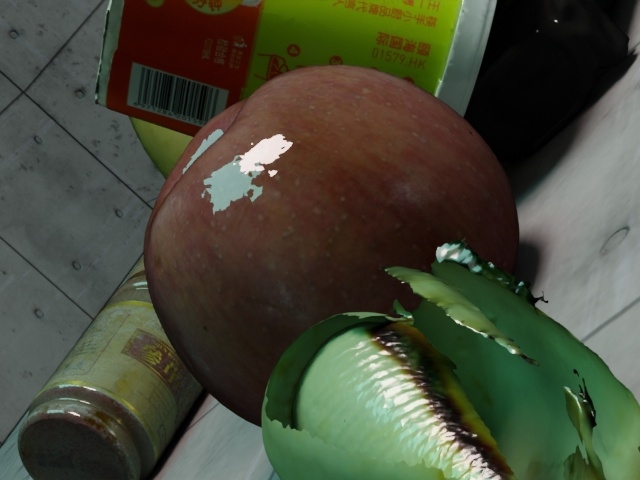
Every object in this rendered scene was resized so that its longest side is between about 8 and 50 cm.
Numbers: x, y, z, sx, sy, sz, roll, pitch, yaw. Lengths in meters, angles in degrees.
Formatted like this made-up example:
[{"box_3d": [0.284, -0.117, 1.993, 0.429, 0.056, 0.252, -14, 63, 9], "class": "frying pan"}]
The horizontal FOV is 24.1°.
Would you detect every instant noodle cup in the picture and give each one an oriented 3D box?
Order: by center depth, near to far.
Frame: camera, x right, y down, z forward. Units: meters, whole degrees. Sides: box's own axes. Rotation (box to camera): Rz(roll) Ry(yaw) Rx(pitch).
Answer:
[{"box_3d": [-0.023, -0.193, 1.327, 0.294, 0.308, 0.294, -166, 90, -86], "class": "instant noodle cup"}]

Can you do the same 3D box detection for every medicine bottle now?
[{"box_3d": [-0.210, 0.151, 1.716, 0.151, 0.151, 0.322, -40, 12, 38], "class": "medicine bottle"}]

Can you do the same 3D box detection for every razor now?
[{"box_3d": [0.208, -0.200, 1.427, 0.189, 0.107, 0.327, -45, 9, 28], "class": "razor"}]

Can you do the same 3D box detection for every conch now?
[{"box_3d": [0.067, 0.082, 0.767, 0.143, 0.137, 0.250, -51, 10, -28], "class": "conch"}]

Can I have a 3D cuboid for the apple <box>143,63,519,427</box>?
[{"box_3d": [0.000, 0.000, 1.127, 0.306, 0.235, 0.306, -46, 11, 11], "class": "apple"}]

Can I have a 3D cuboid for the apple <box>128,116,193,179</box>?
[{"box_3d": [-0.042, -0.162, 1.724, 0.357, 0.357, 0.357, -46, 9, 9], "class": "apple"}]
